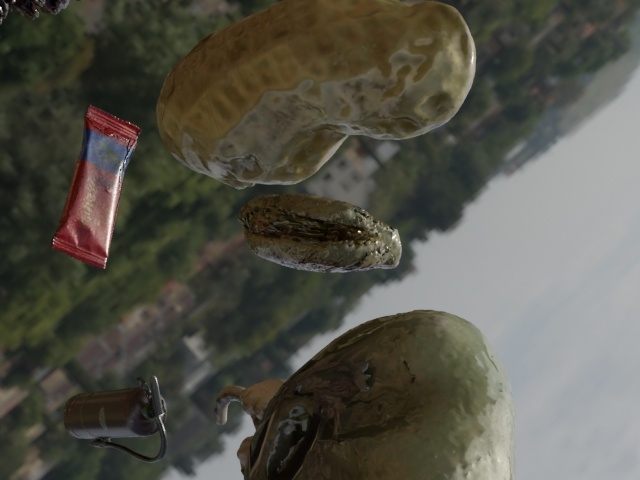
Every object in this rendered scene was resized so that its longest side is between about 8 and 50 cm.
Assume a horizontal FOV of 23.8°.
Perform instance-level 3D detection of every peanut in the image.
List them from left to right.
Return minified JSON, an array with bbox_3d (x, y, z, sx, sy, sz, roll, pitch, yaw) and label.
[{"bbox_3d":[-0.010,-0.128,1.274,0.325,0.153,0.140,-7,171,40],"label":"peanut"}]

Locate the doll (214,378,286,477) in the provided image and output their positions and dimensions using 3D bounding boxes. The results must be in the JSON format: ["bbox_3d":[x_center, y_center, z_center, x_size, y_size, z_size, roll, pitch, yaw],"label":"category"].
[{"bbox_3d":[-0.038,0.264,1.417,0.119,0.278,0.154,-17,-160,-35],"label":"doll"}]

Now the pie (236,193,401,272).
[{"bbox_3d":[0.000,0.000,1.740,0.194,0.079,0.163,4,170,26],"label":"pie"}]

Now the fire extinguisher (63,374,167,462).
[{"bbox_3d":[-0.173,0.160,1.344,0.045,0.078,0.157,-25,-173,-36],"label":"fire extinguisher"}]

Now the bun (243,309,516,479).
[{"bbox_3d":[0.037,0.181,1.134,0.273,0.168,0.273,-54,-155,41],"label":"bun"}]

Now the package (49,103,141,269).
[{"bbox_3d":[-0.285,-0.069,1.931,0.022,0.083,0.200,-12,-121,48],"label":"package"}]

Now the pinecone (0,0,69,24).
[{"bbox_3d":[-0.346,-0.349,1.749,0.221,0.221,0.221,-40,177,-2],"label":"pinecone"}]
